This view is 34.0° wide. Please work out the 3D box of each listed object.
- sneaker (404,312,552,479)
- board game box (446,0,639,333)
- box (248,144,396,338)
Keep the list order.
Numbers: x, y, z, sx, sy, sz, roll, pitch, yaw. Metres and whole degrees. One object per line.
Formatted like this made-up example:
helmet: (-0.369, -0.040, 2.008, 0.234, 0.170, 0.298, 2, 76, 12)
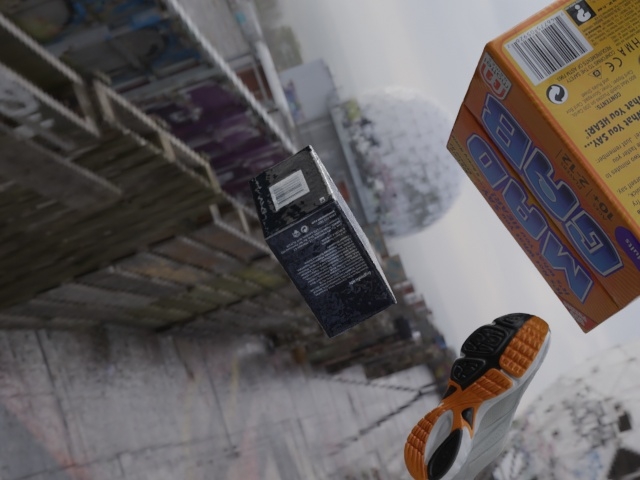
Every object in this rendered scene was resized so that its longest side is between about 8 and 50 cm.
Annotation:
sneaker: (0.219, 0.213, 1.373, 0.099, 0.262, 0.121, 39, 3, 42)
board game box: (0.438, -0.143, 1.428, 0.356, 0.357, 0.356, 55, -11, 13)
box: (0.000, 0.000, 1.213, 0.158, 0.093, 0.156, 57, 6, -29)
